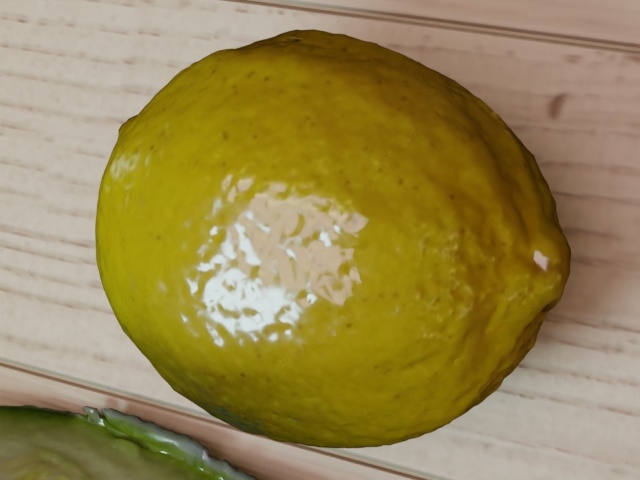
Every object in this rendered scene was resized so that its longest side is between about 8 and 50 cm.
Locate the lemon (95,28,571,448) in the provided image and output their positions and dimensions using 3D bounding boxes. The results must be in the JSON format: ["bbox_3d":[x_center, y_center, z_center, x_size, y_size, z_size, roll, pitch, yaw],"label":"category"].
[{"bbox_3d":[0.000,0.000,0.703,0.260,0.204,0.204,13,92,27],"label":"lemon"}]

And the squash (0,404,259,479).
[{"bbox_3d":[-0.140,0.179,0.750,0.309,0.234,0.210,49,139,19],"label":"squash"}]
